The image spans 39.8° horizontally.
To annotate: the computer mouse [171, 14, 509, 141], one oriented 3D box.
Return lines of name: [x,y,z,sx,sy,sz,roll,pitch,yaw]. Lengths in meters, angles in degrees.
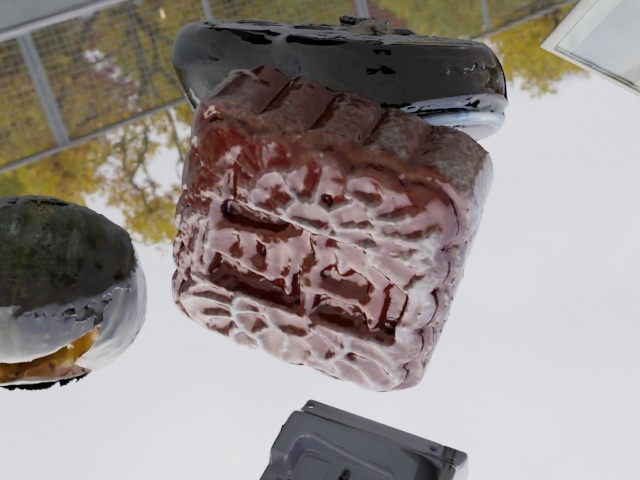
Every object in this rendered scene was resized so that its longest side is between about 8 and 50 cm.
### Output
computer mouse: [0.002,-0.082,0.526,0.137,0.096,0.233,-12,-157,-30]

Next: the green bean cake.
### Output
green bean cake: [0.000,0.000,0.408,0.135,0.135,0.056,18,-144,8]

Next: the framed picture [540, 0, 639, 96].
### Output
framed picture: [0.364,-0.203,0.937,0.213,0.016,0.289,27,177,2]

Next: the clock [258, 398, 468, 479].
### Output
clock: [0.021,0.275,0.854,0.186,0.083,0.253,15,-135,19]

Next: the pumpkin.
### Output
pumpkin: [-0.359,0.065,1.046,0.321,0.192,0.320,-9,163,-3]
